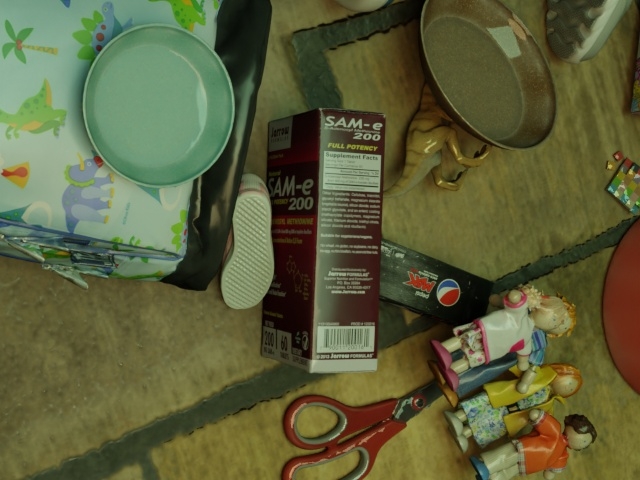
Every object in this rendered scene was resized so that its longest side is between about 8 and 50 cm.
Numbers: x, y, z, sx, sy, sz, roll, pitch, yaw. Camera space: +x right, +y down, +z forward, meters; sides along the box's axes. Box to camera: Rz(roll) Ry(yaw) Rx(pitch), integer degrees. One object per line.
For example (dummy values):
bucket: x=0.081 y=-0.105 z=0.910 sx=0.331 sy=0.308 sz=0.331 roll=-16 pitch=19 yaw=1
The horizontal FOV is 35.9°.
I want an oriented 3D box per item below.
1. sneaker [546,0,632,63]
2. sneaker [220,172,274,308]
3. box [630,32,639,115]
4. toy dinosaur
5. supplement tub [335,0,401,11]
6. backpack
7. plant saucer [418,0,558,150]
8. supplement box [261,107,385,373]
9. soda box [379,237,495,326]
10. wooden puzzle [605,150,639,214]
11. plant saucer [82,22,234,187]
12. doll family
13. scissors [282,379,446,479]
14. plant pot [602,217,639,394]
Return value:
sneaker: x=0.352 y=-0.316 z=1.078 sx=0.115 sy=0.105 sz=0.281 roll=15 pitch=112 yaw=-32
sneaker: x=-0.071 y=-0.003 z=0.961 sx=0.051 sy=0.070 sz=0.134 roll=1 pitch=121 yaw=-10
box: x=0.547 y=-0.261 z=1.154 sx=0.290 sy=0.177 sz=0.279 roll=11 pitch=84 yaw=-22
toy dinosaur: x=0.111 y=-0.093 z=1.036 sx=0.112 sy=0.064 sz=0.211 roll=31 pitch=60 yaw=-15
supplement tub: x=0.098 y=-0.319 z=0.977 sx=0.199 sy=0.144 sz=0.144 roll=-22 pitch=100 yaw=-23
backpack: x=-0.231 y=-0.112 z=0.795 sx=0.355 sy=0.273 sz=0.290 roll=12 pitch=93 yaw=-12
plant saucer: x=0.170 y=-0.178 z=1.041 sx=0.198 sy=0.036 sz=0.199 roll=18 pitch=59 yaw=-33
supplement box: x=0.000 y=0.000 z=0.947 sx=0.073 sy=0.130 sz=0.239 roll=2 pitch=89 yaw=-24
soda box: x=0.096 y=0.043 z=1.034 sx=0.169 sy=0.053 sz=0.060 roll=21 pitch=84 yaw=-23
wooden puzzle: x=0.370 y=-0.065 z=1.176 sx=0.083 sy=0.006 sz=0.049 roll=38 pitch=79 yaw=-12
plant saucer: x=-0.121 y=-0.099 z=0.727 sx=0.119 sy=0.021 sz=0.119 roll=-5 pitch=99 yaw=-32
doll family: x=0.203 y=0.134 z=1.036 sx=0.163 sy=0.118 sz=0.263 roll=-25 pitch=122 yaw=-7
scissors: x=0.090 y=0.190 z=1.056 sx=0.297 sy=0.021 sz=0.109 roll=-13 pitch=95 yaw=-25
plant pot: x=0.507 y=0.079 z=1.119 sx=0.275 sy=0.243 sz=0.275 roll=0 pitch=90 yaw=-24
